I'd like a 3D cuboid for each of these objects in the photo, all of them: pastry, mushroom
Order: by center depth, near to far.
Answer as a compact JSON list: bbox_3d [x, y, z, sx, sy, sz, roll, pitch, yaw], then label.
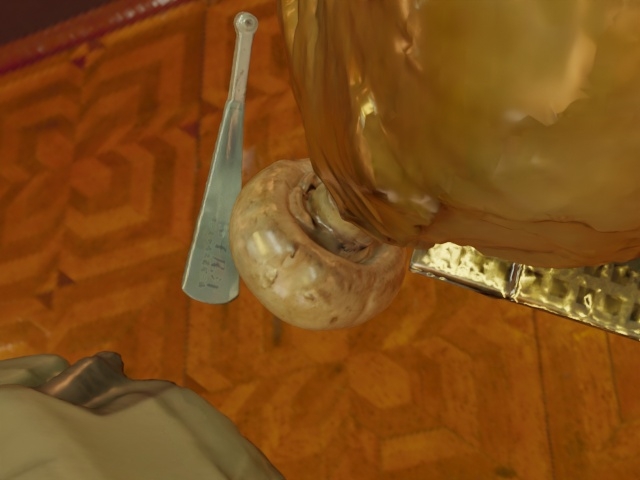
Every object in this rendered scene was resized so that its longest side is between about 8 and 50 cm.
[{"bbox_3d":[0.110,-0.165,0.605,0.245,0.409,0.409,-2,51,-12],"label":"pastry"},{"bbox_3d":[0.000,0.000,1.069,0.127,0.166,0.166,-52,34,45],"label":"mushroom"}]

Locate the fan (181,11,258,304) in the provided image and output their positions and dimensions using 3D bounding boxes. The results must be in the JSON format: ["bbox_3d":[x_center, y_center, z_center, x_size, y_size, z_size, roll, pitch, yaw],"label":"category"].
[{"bbox_3d":[-0.084,-0.078,1.167,0.057,0.023,0.281,10,92,-6],"label":"fan"}]

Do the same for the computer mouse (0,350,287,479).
[{"bbox_3d":[-0.170,0.166,0.338,0.228,0.145,0.429,8,25,27],"label":"computer mouse"}]

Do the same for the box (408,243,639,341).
[{"bbox_3d":[0.228,-0.020,0.830,0.325,0.047,0.180,17,94,31],"label":"box"}]
